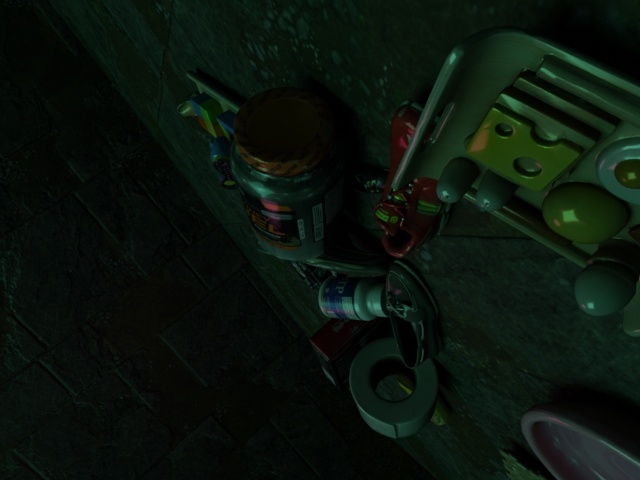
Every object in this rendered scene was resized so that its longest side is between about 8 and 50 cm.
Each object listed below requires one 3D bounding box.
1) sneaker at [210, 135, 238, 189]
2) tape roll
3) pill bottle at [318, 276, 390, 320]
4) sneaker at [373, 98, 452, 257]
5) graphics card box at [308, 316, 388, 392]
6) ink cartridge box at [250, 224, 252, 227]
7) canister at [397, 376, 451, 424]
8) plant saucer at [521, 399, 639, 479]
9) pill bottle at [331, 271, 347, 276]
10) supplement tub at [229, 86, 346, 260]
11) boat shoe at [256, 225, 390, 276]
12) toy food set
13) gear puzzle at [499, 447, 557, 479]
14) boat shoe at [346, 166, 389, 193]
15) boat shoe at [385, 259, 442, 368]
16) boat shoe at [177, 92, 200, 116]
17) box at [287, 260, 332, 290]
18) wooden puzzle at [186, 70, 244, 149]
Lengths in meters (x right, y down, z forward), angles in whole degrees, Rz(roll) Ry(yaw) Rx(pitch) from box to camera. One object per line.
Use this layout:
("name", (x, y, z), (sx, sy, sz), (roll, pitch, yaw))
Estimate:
("sneaker", (-0.250, -0.207, 1.133), (0.209, 0.069, 0.082), (91, 172, -72))
("tape roll", (0.214, 0.425, 1.208), (0.246, 0.246, 0.169), (40, 161, 32))
("pill bottle", (0.098, 0.149, 1.074), (0.187, 0.112, 0.111), (-4, 128, 40))
("sneaker", (0.128, -0.063, 0.590), (0.107, 0.118, 0.278), (39, 160, 33))
("graphics card box", (0.103, 0.319, 1.286), (0.094, 0.233, 0.370), (40, 161, 30))
("ink cartridge box", (-0.184, -0.025, 1.598), (0.165, 0.065, 0.333), (52, 165, -6))
("canister", (0.340, 0.507, 1.358), (0.169, 0.073, 0.126), (54, 164, -18))
("plant saucer", (0.492, 0.377, 0.655), (0.332, 0.084, 0.332), (44, 163, 18))
("pill bottle", (0.047, 0.041, 1.120), (0.067, 0.067, 0.120), (37, 159, 38))
("supplement tub", (-0.055, -0.112, 0.809), (0.207, 0.207, 0.338), (44, 162, 21))
("boat shoe", (0.000, 0.000, 1.003), (0.356, 0.130, 0.132), (12, 176, 28))
("toy food set", (0.221, -0.029, 0.382), (0.306, 0.092, 0.219), (33, 160, 10))
("gear puzzle", (0.603, 0.632, 1.004), (0.339, 0.044, 0.175), (24, 148, 51))
("boat shoe", (0.097, -0.100, 0.732), (0.133, 0.042, 0.048), (24, 147, 54))
("boat shoe", (0.208, 0.189, 0.967), (0.112, 0.096, 0.335), (32, 156, 47))
("boat shoe", (-0.407, -0.416, 1.311), (0.190, 0.072, 0.068), (21, 147, 59))
("box", (-0.034, 0.081, 1.401), (0.147, 0.078, 0.180), (50, 164, 4))
("wooden puzzle", (-0.245, -0.274, 1.182), (0.322, 0.081, 0.347), (39, 161, 33))
